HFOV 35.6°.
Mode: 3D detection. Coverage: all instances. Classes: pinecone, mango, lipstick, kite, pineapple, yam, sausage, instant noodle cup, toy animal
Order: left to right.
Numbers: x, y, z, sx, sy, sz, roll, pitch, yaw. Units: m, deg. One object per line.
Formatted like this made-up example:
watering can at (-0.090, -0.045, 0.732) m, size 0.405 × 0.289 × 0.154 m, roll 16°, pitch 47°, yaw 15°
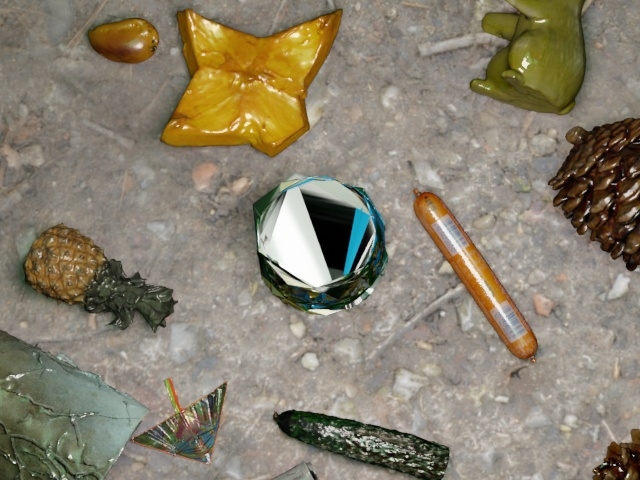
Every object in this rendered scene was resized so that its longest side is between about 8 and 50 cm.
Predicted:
yam at (-0.457, 0.284, 1.558) m, size 0.348 × 0.241 × 0.241 m, roll 28°, pitch 84°, yaw 7°
lipstick at (-0.398, 0.235, 1.663) m, size 0.116 × 0.037 × 0.037 m, roll 38°, pitch 85°, yaw 2°
pineapple at (-0.360, 0.073, 1.642) m, size 0.248 × 0.128 × 0.128 m, roll 28°, pitch 84°, yaw 2°
mango at (-0.340, -0.345, 1.726) m, size 0.127 × 0.063 × 0.077 m, roll 2°, pitch 87°, yaw 8°
kite at (-0.223, 0.302, 1.658) m, size 0.190 × 0.010 × 0.159 m, roll -32°, pitch 82°, yaw -3°
instant noodle cup at (0.000, 0.000, 1.607) m, size 0.240 × 0.178 × 0.240 m, roll 0°, pitch 81°, yaw 2°
sausage at (0.257, 0.055, 1.653) m, size 0.053 × 0.053 × 0.348 m, roll -34°, pitch 82°, yaw -3°
toy animal at (0.360, -0.394, 1.655) m, size 0.180 × 0.181 × 0.363 m, roll 6°, pitch 84°, yaw -6°
pinecone at (0.493, -0.080, 1.581) m, size 0.224 × 0.224 × 0.272 m, roll -41°, pitch 87°, yaw -4°
pinecone at (0.536, 0.365, 1.542) m, size 0.204 × 0.184 × 0.179 m, roll 16°, pitch 108°, yaw 28°

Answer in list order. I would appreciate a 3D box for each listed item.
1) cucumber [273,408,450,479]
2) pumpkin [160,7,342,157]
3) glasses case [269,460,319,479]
cucumber at (0.062, 0.326, 1.618) m, size 0.293 × 0.067 × 0.068 m, roll 15°, pitch 83°, yaw 4°
pumpkin at (-0.114, -0.273, 1.692) m, size 0.290 × 0.095 × 0.258 m, roll 3°, pitch 78°, yaw -1°
glasses case at (-0.120, 0.480, 1.594) m, size 0.308 × 0.083 × 0.128 m, roll -31°, pitch 88°, yaw -2°
